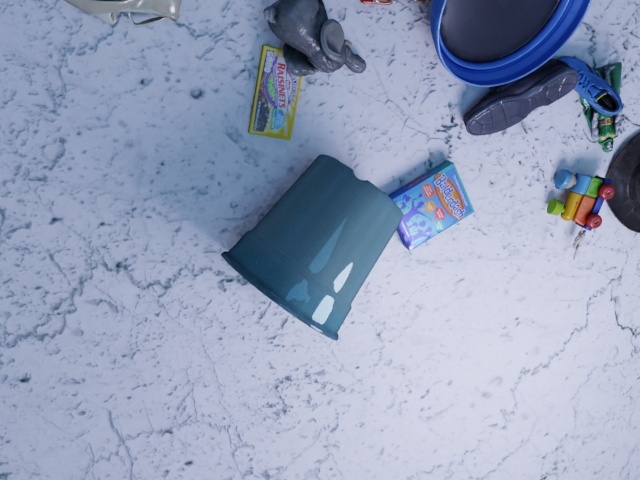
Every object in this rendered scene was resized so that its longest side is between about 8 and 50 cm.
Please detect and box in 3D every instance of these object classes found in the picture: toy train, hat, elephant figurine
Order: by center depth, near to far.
[{"bbox_3d":[-0.003,-0.441,1.266,0.186,0.169,0.239,-35,110,-4],"label":"elephant figurine"},{"bbox_3d":[0.707,-0.074,1.612,0.143,0.105,0.248,15,104,-8],"label":"toy train"},{"bbox_3d":[0.994,-0.156,1.634,0.331,0.134,0.331,-4,110,-12],"label":"hat"}]

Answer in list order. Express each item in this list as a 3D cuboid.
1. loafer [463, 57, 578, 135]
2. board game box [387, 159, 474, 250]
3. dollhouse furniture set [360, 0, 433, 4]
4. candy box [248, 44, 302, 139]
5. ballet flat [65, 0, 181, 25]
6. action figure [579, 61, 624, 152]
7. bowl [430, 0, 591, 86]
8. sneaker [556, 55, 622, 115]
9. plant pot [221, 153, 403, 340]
[{"bbox_3d":[0.504,-0.372,1.472,0.303,0.095,0.109,-25,141,7],"label":"loafer"},{"bbox_3d":[0.289,-0.093,1.523,0.210,0.047,0.160,-32,113,-3],"label":"board game box"},{"bbox_3d":[0.143,-0.667,1.272,0.262,0.135,0.259,-1,120,-14],"label":"dollhouse furniture set"},{"bbox_3d":[-0.104,-0.348,1.350,0.105,0.027,0.205,6,107,-19],"label":"candy box"},{"bbox_3d":[-0.418,-0.493,1.199,0.249,0.086,0.086,-6,109,-13],"label":"ballet flat"},{"bbox_3d":[0.772,-0.353,1.548,0.137,0.063,0.232,-15,108,3],"label":"action figure"},{"bbox_3d":[0.434,-0.543,1.308,0.391,0.077,0.391,-13,139,-11],"label":"bowl"},{"bbox_3d":[0.694,-0.403,1.469,0.209,0.082,0.069,42,116,2],"label":"sneaker"},{"bbox_3d":[0.000,0.000,1.350,0.341,0.341,0.334,37,88,-22],"label":"plant pot"}]
